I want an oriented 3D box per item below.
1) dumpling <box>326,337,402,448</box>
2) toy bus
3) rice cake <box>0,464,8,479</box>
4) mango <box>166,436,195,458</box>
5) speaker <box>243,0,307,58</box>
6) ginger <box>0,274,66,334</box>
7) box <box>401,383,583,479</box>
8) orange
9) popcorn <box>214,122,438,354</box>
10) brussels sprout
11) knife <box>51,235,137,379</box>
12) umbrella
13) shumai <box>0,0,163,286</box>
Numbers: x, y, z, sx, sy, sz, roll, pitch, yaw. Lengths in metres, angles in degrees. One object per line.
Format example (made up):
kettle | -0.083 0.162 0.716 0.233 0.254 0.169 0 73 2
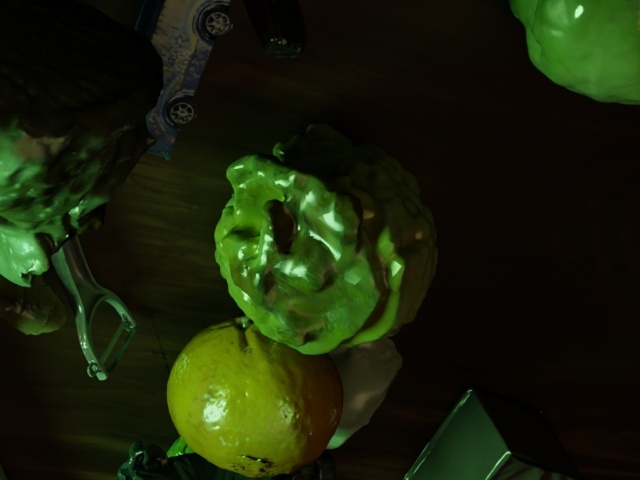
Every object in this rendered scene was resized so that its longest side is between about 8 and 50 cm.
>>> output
dumpling | 0.016 0.194 1.736 0.134 0.100 0.169 32 127 -10
toy bus | -0.159 -0.208 1.381 0.094 0.079 0.236 17 114 -17
rice cake | -0.433 0.213 1.532 0.064 0.070 0.399 -24 130 -15
mango | -0.197 0.334 1.733 0.091 0.074 0.165 17 108 -25
speaker | -0.123 -0.311 1.203 0.330 0.259 0.198 -5 130 -24
ginger | -0.378 0.086 1.419 0.214 0.059 0.133 22 75 -46
box | 0.244 0.376 1.940 0.188 0.153 0.252 23 111 -36
orange | -0.079 0.189 1.600 0.219 0.219 0.193 3 122 -29
popcorn | -0.002 0.003 1.496 0.293 0.237 0.292 9 118 18
brussels sprout | 0.352 -0.290 1.489 0.274 0.243 0.316 -31 141 -37
knife | -0.282 0.023 1.472 0.053 0.123 0.278 -6 122 14
umbrella | -0.114 0.318 1.689 0.349 0.094 0.143 1 102 -40
shumai | -0.304 -0.077 1.232 0.292 0.330 0.288 15 118 -22
